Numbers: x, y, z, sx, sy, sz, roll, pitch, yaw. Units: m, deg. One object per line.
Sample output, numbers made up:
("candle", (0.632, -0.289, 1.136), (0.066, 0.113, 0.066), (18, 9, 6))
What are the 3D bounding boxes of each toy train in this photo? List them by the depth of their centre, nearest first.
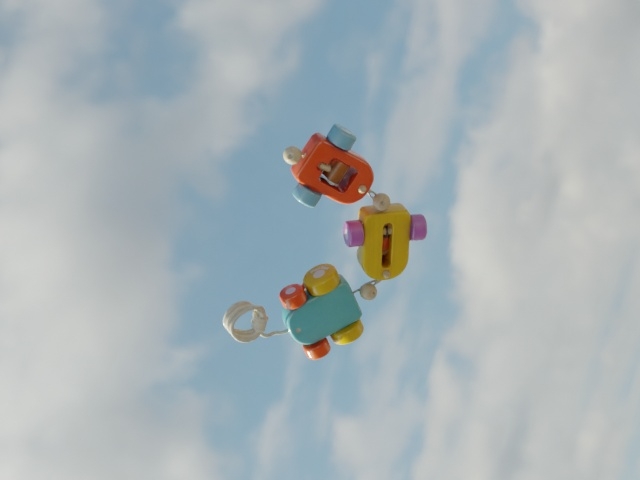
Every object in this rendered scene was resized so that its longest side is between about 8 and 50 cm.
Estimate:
("toy train", (0.000, 0.000, 1.153), (0.166, 0.125, 0.046), (-61, 26, 16))
